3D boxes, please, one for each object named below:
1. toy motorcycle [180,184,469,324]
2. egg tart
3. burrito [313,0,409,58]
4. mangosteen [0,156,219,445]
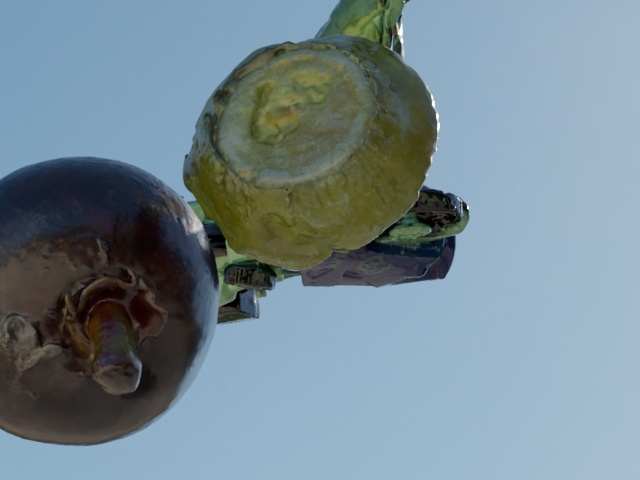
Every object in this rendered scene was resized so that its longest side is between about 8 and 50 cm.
[{"bbox_3d":[0.000,0.000,1.463,0.331,0.125,0.196,-11,-16,27],"label":"toy motorcycle"},{"bbox_3d":[-0.012,-0.079,1.099,0.197,0.197,0.078,1,-25,15],"label":"egg tart"},{"bbox_3d":[0.063,-0.213,1.280,0.054,0.104,0.288,12,-43,-25],"label":"burrito"},{"bbox_3d":[-0.182,0.052,1.162,0.235,0.235,0.261,28,-2,-26],"label":"mangosteen"}]
